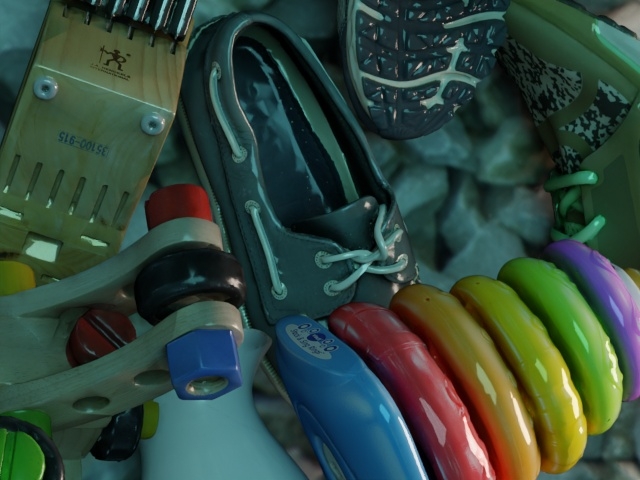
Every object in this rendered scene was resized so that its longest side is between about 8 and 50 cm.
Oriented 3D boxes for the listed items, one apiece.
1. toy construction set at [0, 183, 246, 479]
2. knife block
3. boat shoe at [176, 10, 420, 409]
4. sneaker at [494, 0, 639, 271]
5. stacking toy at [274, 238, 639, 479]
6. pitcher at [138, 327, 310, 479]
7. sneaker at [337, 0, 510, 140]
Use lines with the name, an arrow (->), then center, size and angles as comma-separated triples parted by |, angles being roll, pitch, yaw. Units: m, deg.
toy construction set -> -0.205, 0.041, 0.959 | 0.257, 0.237, 0.309 | -25, 73, -28
knife block -> -0.144, -0.100, 1.117 | 0.088, 0.242, 0.276 | 19, 121, -11
boat shoe -> 0.000, 0.000, 1.119 | 0.116, 0.099, 0.319 | -24, 89, -21
sneaker -> 0.205, 0.012, 1.160 | 0.182, 0.158, 0.410 | -38, 88, -6
stacking toy -> 0.138, 0.066, 1.042 | 0.302, 0.175, 0.166 | -27, 110, -11
pitcher -> -0.081, 0.180, 1.068 | 0.177, 0.125, 0.207 | -21, 76, 3
sneaker -> 0.051, -0.200, 1.160 | 0.110, 0.122, 0.283 | 6, 80, -24
